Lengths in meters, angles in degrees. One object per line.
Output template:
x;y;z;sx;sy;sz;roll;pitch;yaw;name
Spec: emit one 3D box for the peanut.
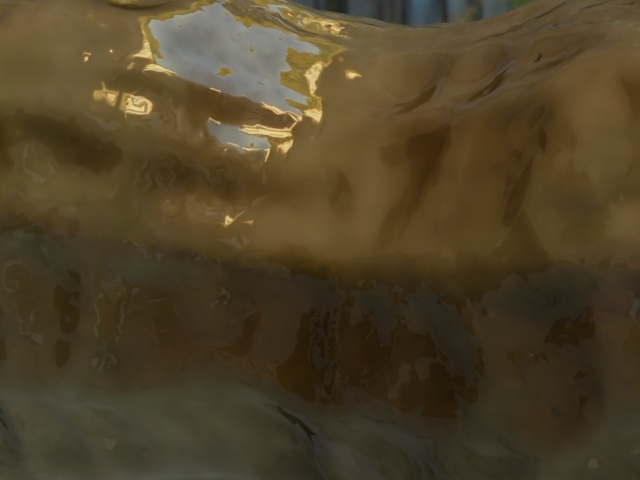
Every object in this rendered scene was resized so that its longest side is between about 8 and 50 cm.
0.000;0.000;0.392;0.136;0.298;0.120;43;56;-52;peanut
